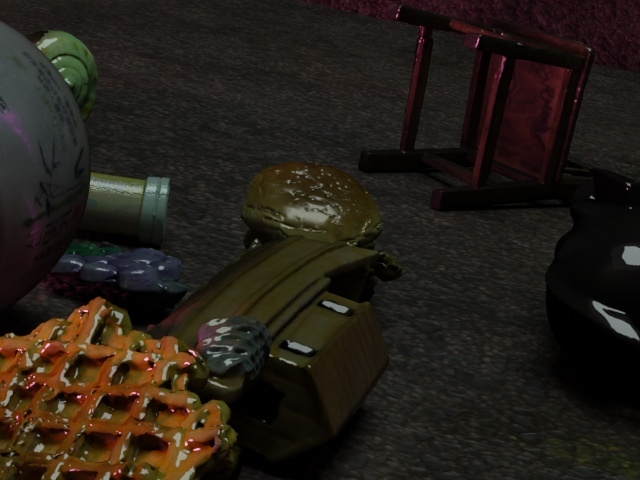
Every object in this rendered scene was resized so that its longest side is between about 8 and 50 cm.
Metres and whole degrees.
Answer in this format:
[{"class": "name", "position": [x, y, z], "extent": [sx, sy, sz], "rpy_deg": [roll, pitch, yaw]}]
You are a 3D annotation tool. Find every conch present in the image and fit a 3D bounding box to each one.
[{"class": "conch", "position": [-0.394, -0.200, 1.919], "extent": [0.251, 0.143, 0.137], "rpy_deg": [7, -29, 32]}]

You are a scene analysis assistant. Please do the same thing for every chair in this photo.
[{"class": "chair", "position": [0.287, -0.186, 2.092], "extent": [0.416, 0.240, 0.203], "rpy_deg": [-4, 21, -38]}]

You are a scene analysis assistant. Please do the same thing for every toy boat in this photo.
[{"class": "toy boat", "position": [-0.029, 0.085, 1.240], "extent": [0.162, 0.135, 0.445], "rpy_deg": [19, 18, 8]}]

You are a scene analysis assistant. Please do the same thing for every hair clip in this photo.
[{"class": "hair clip", "position": [-0.198, 0.033, 1.448], "extent": [0.195, 0.052, 0.124], "rpy_deg": [16, 10, 41]}]

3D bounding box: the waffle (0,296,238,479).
[{"class": "waffle", "position": [-0.186, 0.134, 0.984], "extent": [0.245, 0.052, 0.254], "rpy_deg": [-28, 39, -19]}]

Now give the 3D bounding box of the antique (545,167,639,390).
[{"class": "antique", "position": [0.346, 0.049, 1.492], "extent": [0.255, 0.185, 0.322], "rpy_deg": [17, 22, 14]}]

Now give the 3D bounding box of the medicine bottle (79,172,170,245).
[{"class": "medicine bottle", "position": [-0.270, -0.045, 1.591], "extent": [0.218, 0.074, 0.074], "rpy_deg": [8, 18, -4]}]

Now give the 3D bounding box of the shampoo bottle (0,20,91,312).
[{"class": "shampoo bottle", "position": [-0.339, -0.051, 1.228], "extent": [0.273, 0.273, 0.266], "rpy_deg": [15, 24, 11]}]

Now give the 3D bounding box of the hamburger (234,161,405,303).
[{"class": "hamburger", "position": [0.000, 0.000, 1.516], "extent": [0.185, 0.131, 0.159], "rpy_deg": [21, 23, 17]}]
